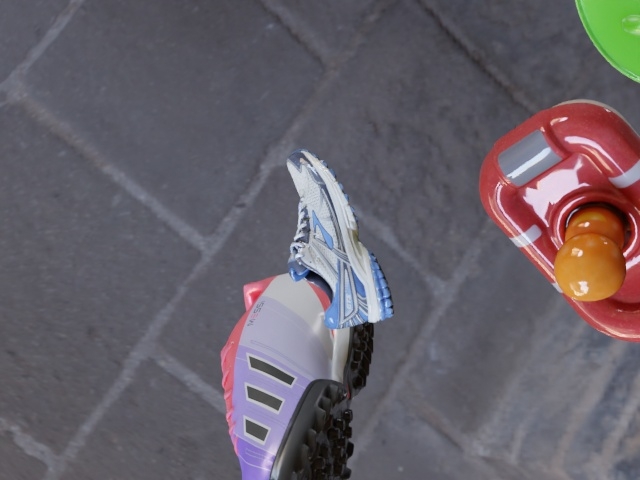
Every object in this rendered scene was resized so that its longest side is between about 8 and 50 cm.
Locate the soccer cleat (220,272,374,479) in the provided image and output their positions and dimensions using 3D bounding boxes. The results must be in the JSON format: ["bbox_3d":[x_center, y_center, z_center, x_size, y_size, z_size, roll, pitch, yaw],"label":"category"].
[{"bbox_3d":[-0.031,0.121,0.879,0.116,0.318,0.108,0,118,10],"label":"soccer cleat"}]

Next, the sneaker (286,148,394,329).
[{"bbox_3d":[0.000,0.000,0.787,0.058,0.052,0.135,-23,74,-5],"label":"sneaker"}]

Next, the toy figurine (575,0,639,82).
[{"bbox_3d":[0.287,-0.189,0.764,0.159,0.173,0.130,-28,113,-26],"label":"toy figurine"}]

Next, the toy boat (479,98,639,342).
[{"bbox_3d":[0.240,0.001,0.988,0.231,0.151,0.151,46,36,-13],"label":"toy boat"}]
